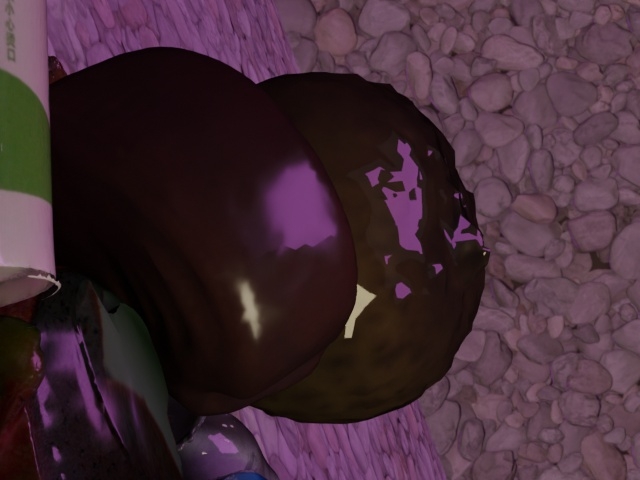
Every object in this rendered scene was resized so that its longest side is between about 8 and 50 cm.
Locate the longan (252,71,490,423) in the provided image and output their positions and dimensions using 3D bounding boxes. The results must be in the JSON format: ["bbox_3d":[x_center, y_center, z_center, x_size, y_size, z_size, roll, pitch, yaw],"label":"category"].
[{"bbox_3d":[0.000,0.000,1.750,0.391,0.391,0.391,-19,90,-80],"label":"longan"}]

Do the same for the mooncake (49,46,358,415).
[{"bbox_3d":[-0.130,-0.003,1.364,0.326,0.174,0.334,51,-33,12],"label":"mooncake"}]

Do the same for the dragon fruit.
[{"bbox_3d":[-0.195,0.134,1.216,0.268,0.130,0.295,23,49,-70],"label":"dragon fruit"}]

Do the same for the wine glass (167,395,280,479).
[{"bbox_3d":[-0.111,0.207,1.566,0.222,0.103,0.103,55,19,-53],"label":"wine glass"}]

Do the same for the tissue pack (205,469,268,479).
[{"bbox_3d":[-0.052,0.367,1.491,0.209,0.137,0.269,53,22,-56],"label":"tissue pack"}]

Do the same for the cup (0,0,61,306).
[{"bbox_3d":[-0.266,-0.093,0.958,0.253,0.253,0.274,33,46,-74],"label":"cup"}]

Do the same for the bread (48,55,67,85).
[{"bbox_3d":[-0.259,-0.114,1.480,0.113,0.060,0.082,-76,145,-68],"label":"bread"}]
